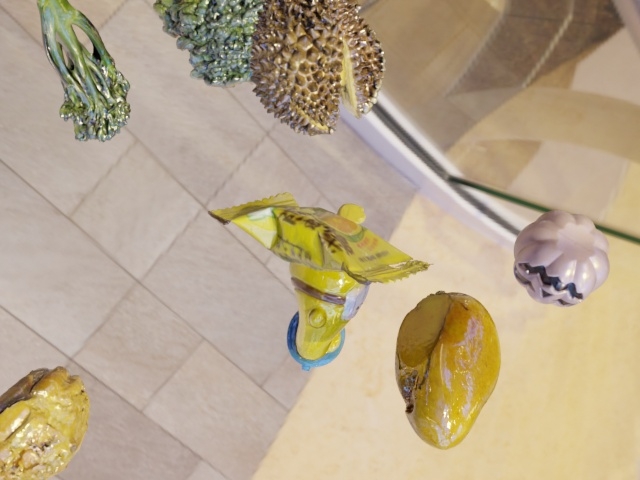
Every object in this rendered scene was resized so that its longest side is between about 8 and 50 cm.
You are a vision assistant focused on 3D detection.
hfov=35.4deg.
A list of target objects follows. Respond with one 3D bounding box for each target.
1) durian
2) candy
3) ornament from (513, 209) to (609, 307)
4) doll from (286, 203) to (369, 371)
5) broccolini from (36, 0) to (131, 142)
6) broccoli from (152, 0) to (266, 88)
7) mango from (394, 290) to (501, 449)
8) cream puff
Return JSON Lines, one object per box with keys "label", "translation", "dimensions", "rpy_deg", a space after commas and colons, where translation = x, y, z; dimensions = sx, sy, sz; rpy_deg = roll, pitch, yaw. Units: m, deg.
{"label": "durian", "translation": [-0.008, -0.153, 0.746], "dimensions": [0.071, 0.110, 0.140], "rpy_deg": [40, 47, -65]}
{"label": "candy", "translation": [0.000, 0.000, 1.475], "dimensions": [0.187, 0.297, 0.081], "rpy_deg": [-10, 121, -51]}
{"label": "ornament", "translation": [0.440, 0.037, 1.853], "dimensions": [0.177, 0.177, 0.178], "rpy_deg": [-10, 110, -30]}
{"label": "doll", "translation": [0.003, 0.105, 1.759], "dimensions": [0.199, 0.145, 0.363], "rpy_deg": [-63, 170, -49]}
{"label": "broccolini", "translation": [-0.247, -0.187, 0.998], "dimensions": [0.091, 0.068, 0.203], "rpy_deg": [-44, 135, -28]}
{"label": "broccoli", "translation": [-0.125, -0.304, 1.368], "dimensions": [0.198, 0.275, 0.177], "rpy_deg": [-2, 107, -2]}
{"label": "mango", "translation": [0.187, 0.190, 1.491], "dimensions": [0.167, 0.130, 0.262], "rpy_deg": [45, 42, -15]}
{"label": "cream puff", "translation": [-0.383, 0.256, 1.349], "dimensions": [0.129, 0.189, 0.189], "rpy_deg": [45, 78, -2]}
